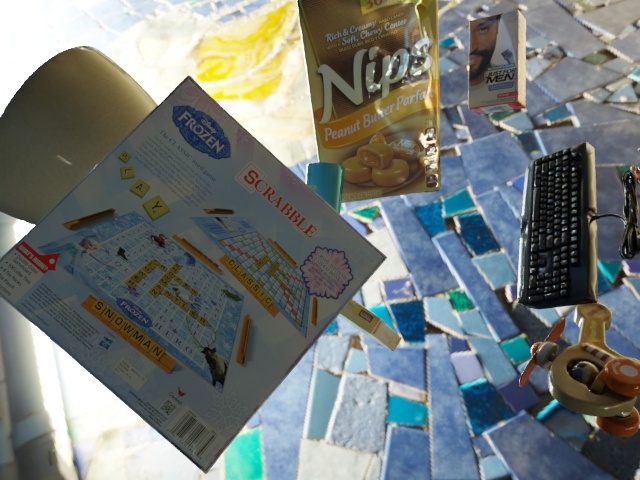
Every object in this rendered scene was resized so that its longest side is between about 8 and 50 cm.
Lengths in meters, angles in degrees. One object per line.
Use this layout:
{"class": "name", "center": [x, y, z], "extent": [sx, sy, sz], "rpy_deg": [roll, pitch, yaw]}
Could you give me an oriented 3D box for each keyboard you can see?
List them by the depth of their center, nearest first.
{"class": "keyboard", "center": [0.418, -0.037, 0.963], "extent": [0.033, 0.201, 0.317], "rpy_deg": [42, -131, -36]}

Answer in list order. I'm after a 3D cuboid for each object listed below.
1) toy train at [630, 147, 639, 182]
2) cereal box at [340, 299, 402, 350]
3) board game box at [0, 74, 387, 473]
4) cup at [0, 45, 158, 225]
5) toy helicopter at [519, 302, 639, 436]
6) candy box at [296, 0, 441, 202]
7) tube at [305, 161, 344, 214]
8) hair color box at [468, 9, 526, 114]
{"class": "toy train", "center": [0.838, -0.172, 1.500], "extent": [0.125, 0.046, 0.166], "rpy_deg": [25, 176, 32]}
{"class": "cereal box", "center": [0.088, 0.176, 1.386], "extent": [0.173, 0.047, 0.240], "rpy_deg": [32, 173, 26]}
{"class": "board game box", "center": [-0.142, 0.033, 0.689], "extent": [0.318, 0.318, 0.066], "rpy_deg": [43, 168, -4]}
{"class": "cup", "center": [-0.369, -0.133, 1.048], "extent": [0.236, 0.331, 0.331], "rpy_deg": [30, 165, 2]}
{"class": "toy helicopter", "center": [0.570, 0.243, 1.299], "extent": [0.355, 0.234, 0.140], "rpy_deg": [-51, -37, -52]}
{"class": "candy box", "center": [0.074, -0.215, 0.863], "extent": [0.088, 0.182, 0.317], "rpy_deg": [-97, -1, -57]}
{"class": "tube", "center": [0.000, 0.000, 0.810], "extent": [0.080, 0.052, 0.207], "rpy_deg": [168, 106, -73]}
{"class": "hair color box", "center": [0.323, -0.323, 1.093], "extent": [0.053, 0.093, 0.167], "rpy_deg": [9, -99, -55]}
